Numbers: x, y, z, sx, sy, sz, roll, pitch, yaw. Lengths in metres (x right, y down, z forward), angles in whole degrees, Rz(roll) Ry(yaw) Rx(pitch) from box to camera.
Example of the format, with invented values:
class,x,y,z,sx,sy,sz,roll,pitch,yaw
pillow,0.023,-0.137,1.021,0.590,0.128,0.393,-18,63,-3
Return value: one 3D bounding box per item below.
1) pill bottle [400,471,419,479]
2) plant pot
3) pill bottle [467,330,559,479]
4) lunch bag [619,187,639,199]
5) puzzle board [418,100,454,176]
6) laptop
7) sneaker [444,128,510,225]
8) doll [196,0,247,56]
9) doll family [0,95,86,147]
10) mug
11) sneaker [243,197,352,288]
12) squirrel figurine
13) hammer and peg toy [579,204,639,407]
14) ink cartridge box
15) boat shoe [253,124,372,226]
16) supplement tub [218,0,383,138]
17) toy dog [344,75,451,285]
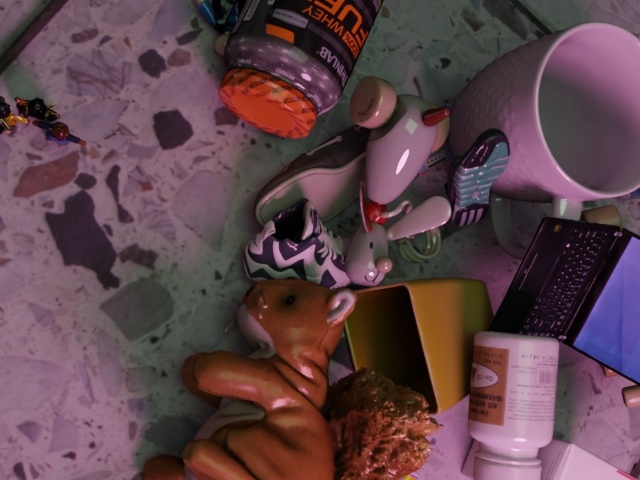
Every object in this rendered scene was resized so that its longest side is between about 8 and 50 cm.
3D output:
class,x,y,z,sx,sy,sz,roll,pitch,yaw
pill bottle,0.135,0.430,1.579,0.043,0.043,0.083,31,75,-14
plant pot,0.181,0.161,1.548,0.187,0.212,0.212,-14,89,-31
pill bottle,0.294,0.259,1.421,0.131,0.131,0.230,7,85,-19
lunch bag,0.659,-0.184,1.810,0.218,0.090,0.176,-17,87,-22
puzzle board,0.211,-0.187,1.689,0.128,0.011,0.096,-28,94,-20
laptop,0.440,0.104,1.472,0.264,0.136,0.234,6,118,-30
sneaker,0.238,-0.121,1.495,0.083,0.224,0.098,-11,57,-15
doll,-0.154,-0.405,1.562,0.129,0.046,0.189,9,88,-28
doll family,-0.450,-0.188,1.398,0.192,0.111,0.076,9,81,-19
mug,0.371,-0.151,1.569,0.276,0.328,0.374,6,86,-24
sneaker,0.000,0.000,1.508,0.234,0.153,0.094,5,55,-16
squirrel figurine,-0.024,0.259,1.436,0.396,0.281,0.371,26,62,-6
hammer and peg toy,0.553,0.102,1.646,0.127,0.266,0.362,-14,96,8
ink cartridge box,0.400,0.409,1.551,0.207,0.283,0.117,29,79,-14
boat shoe,0.024,-0.120,1.584,0.335,0.095,0.112,-27,129,-17
supplement tub,-0.026,-0.353,1.518,0.207,0.207,0.338,27,76,-15
toy dog,0.134,-0.097,1.463,0.220,0.161,0.334,-11,99,-30
